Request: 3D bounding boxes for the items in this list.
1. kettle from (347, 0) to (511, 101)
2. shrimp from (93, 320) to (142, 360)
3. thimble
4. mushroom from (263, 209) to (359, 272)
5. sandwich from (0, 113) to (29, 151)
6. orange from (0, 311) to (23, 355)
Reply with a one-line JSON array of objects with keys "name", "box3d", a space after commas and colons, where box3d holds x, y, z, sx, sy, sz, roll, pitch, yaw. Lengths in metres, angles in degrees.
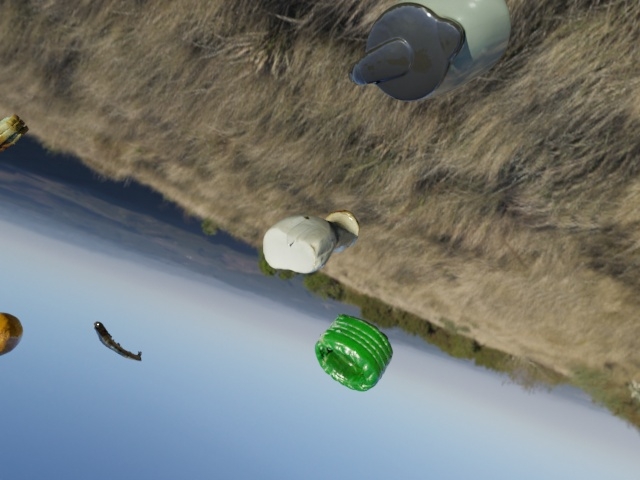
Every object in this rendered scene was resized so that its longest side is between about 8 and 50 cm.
[{"name": "kettle", "box3d": [0.161, -0.307, 0.731, 0.221, 0.236, 0.161, -3, 117, 42]}, {"name": "shrimp", "box3d": [-0.614, 0.315, 1.387, 0.195, 0.035, 0.148, 27, 168, 39]}, {"name": "thimble", "box3d": [0.057, 0.199, 0.814, 0.130, 0.090, 0.118, 45, 141, 3]}, {"name": "mushroom", "box3d": [0.000, 0.000, 1.069, 0.159, 0.122, 0.328, 39, -155, 17]}, {"name": "sandwich", "box3d": [-0.542, -0.179, 0.773, 0.104, 0.093, 0.036, -25, 125, 13]}, {"name": "orange", "box3d": [-0.580, 0.168, 0.811, 0.083, 0.083, 0.070, 24, 171, -30]}]
